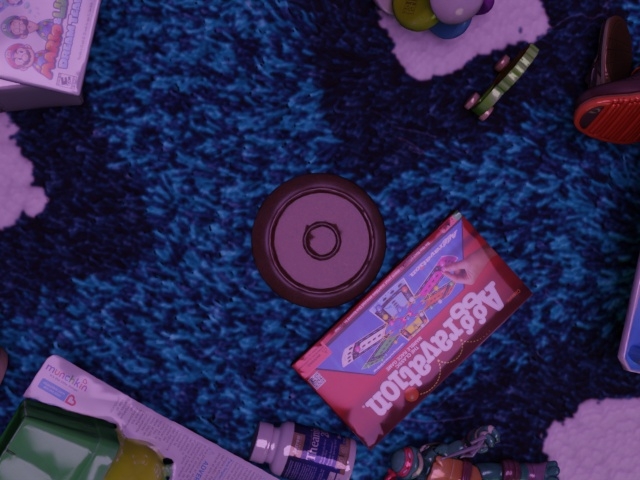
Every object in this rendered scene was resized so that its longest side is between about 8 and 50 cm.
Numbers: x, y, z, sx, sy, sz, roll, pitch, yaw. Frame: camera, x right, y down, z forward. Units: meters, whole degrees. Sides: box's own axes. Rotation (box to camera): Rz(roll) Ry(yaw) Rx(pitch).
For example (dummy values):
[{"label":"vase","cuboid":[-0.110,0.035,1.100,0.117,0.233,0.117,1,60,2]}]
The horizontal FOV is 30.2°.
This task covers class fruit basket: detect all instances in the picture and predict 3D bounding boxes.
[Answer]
[{"label":"fruit basket","cuboid":[-0.245,0.351,1.377,0.353,0.165,0.327,32,86,-21]}]

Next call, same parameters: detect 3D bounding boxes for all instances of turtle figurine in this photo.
[{"label":"turtle figurine","cuboid":[0.168,0.291,1.424,0.234,0.118,0.175,19,102,-21]}]

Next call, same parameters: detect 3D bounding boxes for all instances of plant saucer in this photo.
[{"label":"plant saucer","cuboid":[0.000,0.000,1.450,0.168,0.029,0.168,0,88,-7]}]

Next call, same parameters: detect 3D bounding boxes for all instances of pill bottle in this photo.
[{"label":"pill bottle","cuboid":[-0.022,0.255,1.425,0.120,0.067,0.067,16,87,-7]}]

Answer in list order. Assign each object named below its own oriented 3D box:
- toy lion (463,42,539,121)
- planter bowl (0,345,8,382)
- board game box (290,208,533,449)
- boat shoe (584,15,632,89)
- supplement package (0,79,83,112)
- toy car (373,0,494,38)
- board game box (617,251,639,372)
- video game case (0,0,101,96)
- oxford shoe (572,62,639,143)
[{"label":"toy lion","cuboid":[0.225,-0.196,1.445,0.034,0.096,0.100,40,86,-5]},{"label":"planter bowl","cuboid":[-0.426,0.139,1.344,0.109,0.162,0.162,40,85,-31]},{"label":"board game box","cuboid":[0.114,0.109,1.464,0.281,0.027,0.145,-43,96,-6]},{"label":"boat shoe","cuboid":[0.354,-0.203,1.482,0.056,0.049,0.152,4,90,-39]},{"label":"supplement package","cuboid":[-0.426,-0.233,1.327,0.292,0.175,0.178,-8,89,-7]},{"label":"toy car","cuboid":[0.160,-0.324,1.430,0.136,0.159,0.182,27,85,-42]},{"label":"board game box","cuboid":[0.563,0.000,1.443,0.390,0.050,0.390,13,88,-26]},{"label":"video game case","cuboid":[-0.306,-0.243,1.244,0.143,0.019,0.157,12,88,-8]},{"label":"oxford shoe","cuboid":[0.406,-0.187,1.453,0.271,0.097,0.098,-10,64,-30]}]
